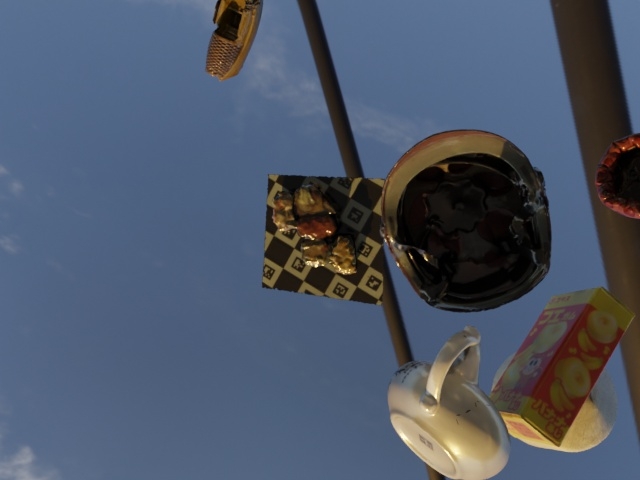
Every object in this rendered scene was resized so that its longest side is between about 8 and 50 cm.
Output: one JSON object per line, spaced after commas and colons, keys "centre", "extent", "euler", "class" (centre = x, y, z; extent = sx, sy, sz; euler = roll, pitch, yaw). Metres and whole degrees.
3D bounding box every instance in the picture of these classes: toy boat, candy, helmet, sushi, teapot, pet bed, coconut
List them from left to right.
{"centre": [-0.101, -0.261, 0.666], "extent": [0.047, 0.049, 0.149], "euler": [33, -61, 21], "class": "toy boat"}
{"centre": [0.000, 0.000, 1.287], "extent": [0.294, 0.059, 0.292], "euler": [4, -80, 12], "class": "sushi"}
{"centre": [0.205, 0.261, 0.878], "extent": [0.165, 0.300, 0.208], "euler": [-25, -135, -22], "class": "teapot"}
{"centre": [0.246, -0.052, 0.980], "extent": [0.271, 0.197, 0.338], "euler": [-21, -70, 17], "class": "helmet"}
{"centre": [0.517, 0.338, 1.244], "extent": [0.237, 0.266, 0.237], "euler": [1, -105, -4], "class": "coconut"}
{"centre": [0.414, 0.216, 0.993], "extent": [0.088, 0.146, 0.276], "euler": [38, -108, 0], "class": "candy"}
{"centre": [0.671, -0.137, 1.169], "extent": [0.053, 0.201, 0.201], "euler": [19, -107, -40], "class": "pet bed"}
